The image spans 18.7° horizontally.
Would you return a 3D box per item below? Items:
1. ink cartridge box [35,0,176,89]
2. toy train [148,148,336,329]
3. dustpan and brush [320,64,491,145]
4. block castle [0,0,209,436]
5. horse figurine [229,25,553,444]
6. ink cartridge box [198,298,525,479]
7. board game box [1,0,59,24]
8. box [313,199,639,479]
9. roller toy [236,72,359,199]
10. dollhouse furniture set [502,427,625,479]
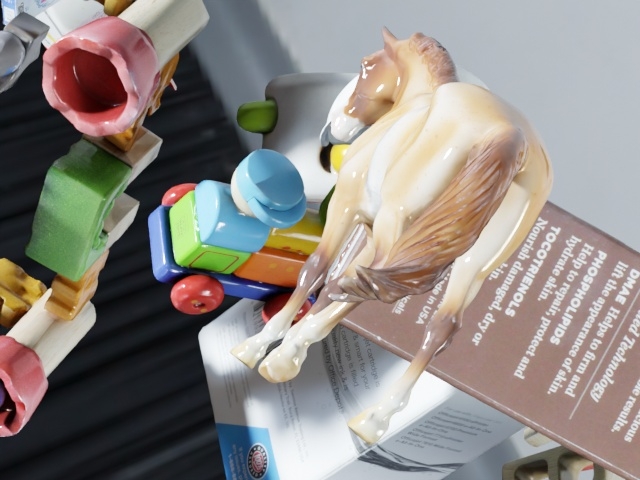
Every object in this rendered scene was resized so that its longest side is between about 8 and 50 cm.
[{"bbox_3d":[-0.253,-0.236,2.003,0.134,0.078,0.231,38,165,51],"label":"ink cartridge box"},{"bbox_3d":[0.000,0.000,1.565,0.143,0.248,0.105,-38,50,44],"label":"toy train"},{"bbox_3d":[0.070,-0.101,1.405,0.147,0.060,0.211,3,149,4],"label":"dustpan and brush"},{"bbox_3d":[-0.308,-0.068,1.627,0.303,0.213,0.453,31,131,6],"label":"block castle"},{"bbox_3d":[0.033,-0.010,0.806,0.066,0.174,0.263,36,175,-11],"label":"horse figurine"},{"bbox_3d":[0.046,0.117,1.804,0.307,0.129,0.223,-37,51,33],"label":"ink cartridge box"},{"bbox_3d":[-0.256,-0.251,1.765,0.020,0.090,0.090,23,131,24],"label":"board game box"},{"bbox_3d":[0.190,0.072,1.295,0.381,0.191,0.143,30,92,-4],"label":"box"},{"bbox_3d":[0.034,-0.100,2.085,0.209,0.191,0.146,2,89,39],"label":"roller toy"},{"bbox_3d":[0.294,0.276,1.952,0.152,0.201,0.374,-21,48,30],"label":"dollhouse furniture set"}]
